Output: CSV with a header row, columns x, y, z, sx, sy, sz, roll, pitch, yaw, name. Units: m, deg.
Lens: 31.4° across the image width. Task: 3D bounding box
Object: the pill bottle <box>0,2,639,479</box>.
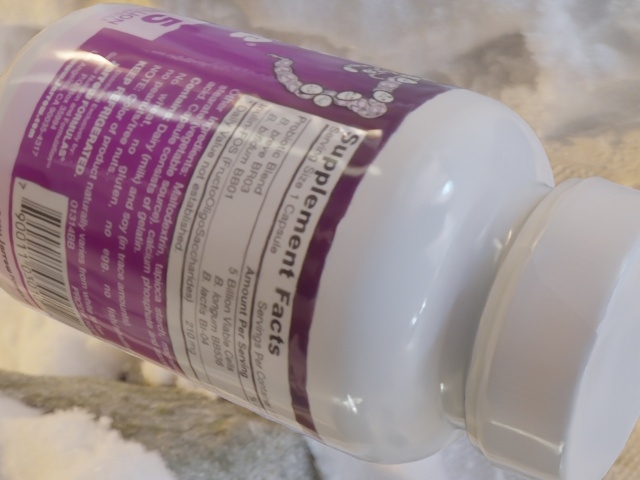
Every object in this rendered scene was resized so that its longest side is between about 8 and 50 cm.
x,y,z,sx,sy,sz,roll,pitch,yaw,name
0.000,0.000,0.521,0.302,0.169,0.169,20,105,28,pill bottle
